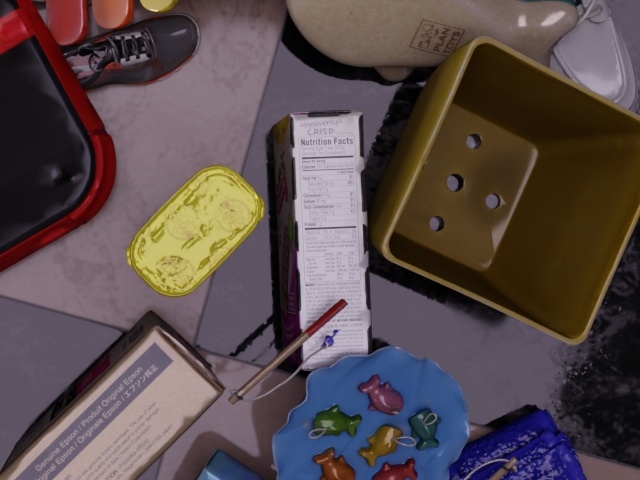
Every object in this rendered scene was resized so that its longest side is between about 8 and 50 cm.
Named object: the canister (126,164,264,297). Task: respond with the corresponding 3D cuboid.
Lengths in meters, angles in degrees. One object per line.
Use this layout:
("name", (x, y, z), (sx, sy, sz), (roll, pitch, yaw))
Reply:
("canister", (-0.117, -0.008, 1.564), (0.073, 0.170, 0.126), (44, 86, -4))

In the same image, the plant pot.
("plant pot", (0.158, -0.049, 1.573), (0.212, 0.187, 0.212), (25, 88, -16))

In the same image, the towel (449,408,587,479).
("towel", (0.135, 0.327, 1.636), (0.308, 0.076, 0.228), (-26, 92, -5))

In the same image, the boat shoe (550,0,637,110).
("boat shoe", (0.232, -0.235, 1.640), (0.096, 0.088, 0.267), (-24, 92, -6))

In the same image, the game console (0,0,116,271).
("game console", (-0.418, -0.098, 1.572), (0.386, 0.060, 0.342), (-30, 87, 4))

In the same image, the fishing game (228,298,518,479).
("fishing game", (0.046, 0.183, 1.521), (0.189, 0.041, 0.264), (-40, 117, 5))

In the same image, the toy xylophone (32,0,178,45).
("toy xylophone", (-0.147, -0.315, 1.556), (0.322, 0.081, 0.236), (-11, 86, 26))

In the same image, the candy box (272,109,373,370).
("candy box", (0.000, 0.000, 1.582), (0.071, 0.159, 0.233), (-2, 89, -7))

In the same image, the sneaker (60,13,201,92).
("sneaker", (-0.187, -0.174, 1.609), (0.158, 0.065, 0.061), (-21, 91, -5))

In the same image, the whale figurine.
("whale figurine", (0.103, -0.241, 1.595), (0.272, 0.216, 0.141), (15, 50, -7))

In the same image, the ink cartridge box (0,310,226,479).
("ink cartridge box", (-0.187, 0.162, 1.524), (0.088, 0.234, 0.193), (45, 85, -5))

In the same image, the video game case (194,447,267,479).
("video game case", (-0.051, 0.368, 1.574), (0.269, 0.061, 0.244), (33, 105, 2))
